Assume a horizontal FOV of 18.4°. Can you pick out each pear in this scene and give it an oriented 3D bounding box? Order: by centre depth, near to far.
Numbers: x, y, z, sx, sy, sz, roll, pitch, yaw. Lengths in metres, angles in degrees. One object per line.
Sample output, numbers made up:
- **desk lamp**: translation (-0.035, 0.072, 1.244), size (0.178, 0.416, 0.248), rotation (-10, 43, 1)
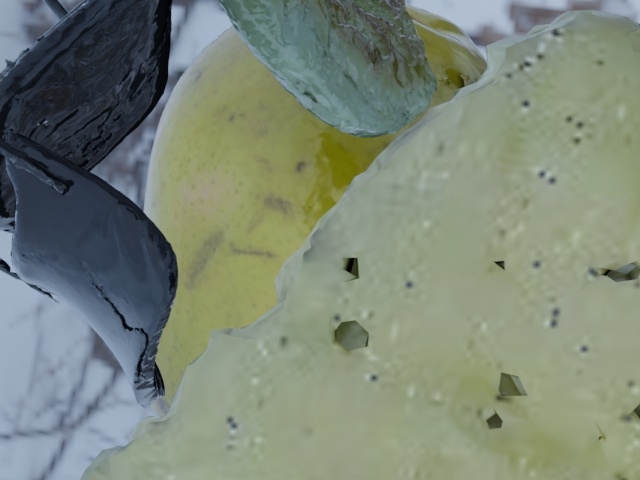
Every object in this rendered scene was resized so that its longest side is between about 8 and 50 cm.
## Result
- **pear**: translation (0.002, -0.008, 1.377), size (0.336, 0.285, 0.285), rotation (-60, 174, 32)

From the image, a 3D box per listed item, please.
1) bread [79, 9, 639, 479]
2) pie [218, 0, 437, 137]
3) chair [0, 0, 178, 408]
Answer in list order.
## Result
- **bread**: translation (0.113, 0.122, 0.526), size (0.315, 0.279, 0.248), rotation (58, 13, 20)
- **pie**: translation (-0.022, -0.150, 0.953), size (0.240, 0.054, 0.240), rotation (53, 15, -20)
- **chair**: translation (-0.110, -0.056, 0.841), size (0.145, 0.221, 0.140), rotation (-44, 165, -24)
